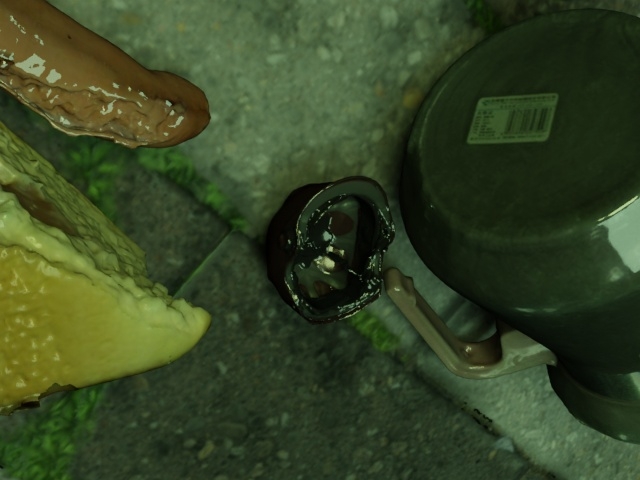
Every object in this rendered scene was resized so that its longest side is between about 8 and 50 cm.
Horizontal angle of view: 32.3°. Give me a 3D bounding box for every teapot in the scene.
[{"bbox_3d":[0.209,0.014,0.895,0.300,0.253,0.344,-18,138,19],"label":"teapot"}]

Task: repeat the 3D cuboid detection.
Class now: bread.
[{"bbox_3d":[-0.225,0.043,0.661,0.211,0.183,0.224,-48,128,2],"label":"bread"}]

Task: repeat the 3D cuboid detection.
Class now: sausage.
[{"bbox_3d":[-0.185,-0.129,0.657,0.304,0.078,0.078,35,95,-41],"label":"sausage"}]

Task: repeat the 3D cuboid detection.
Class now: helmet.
[{"bbox_3d":[0.000,0.000,0.848,0.098,0.070,0.123,-9,114,-35],"label":"helmet"}]
